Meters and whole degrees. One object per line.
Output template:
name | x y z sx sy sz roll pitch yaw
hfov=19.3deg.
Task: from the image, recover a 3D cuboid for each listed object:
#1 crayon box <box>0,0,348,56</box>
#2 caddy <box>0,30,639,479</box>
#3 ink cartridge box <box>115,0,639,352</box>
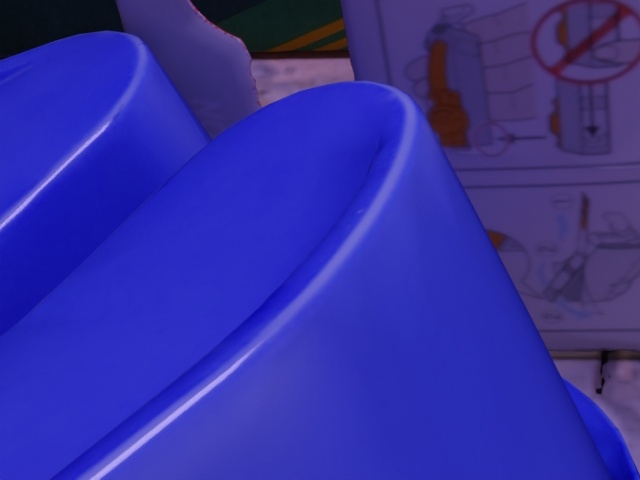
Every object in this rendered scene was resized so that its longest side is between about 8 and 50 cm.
crayon box | 0.037 -0.166 0.704 0.323 0.083 0.203 0 48 10
caddy | -0.084 0.102 0.422 0.341 0.179 0.241 -37 29 -23
ink cartridge box | 0.139 -0.099 0.474 0.385 0.308 0.091 -2 48 9
